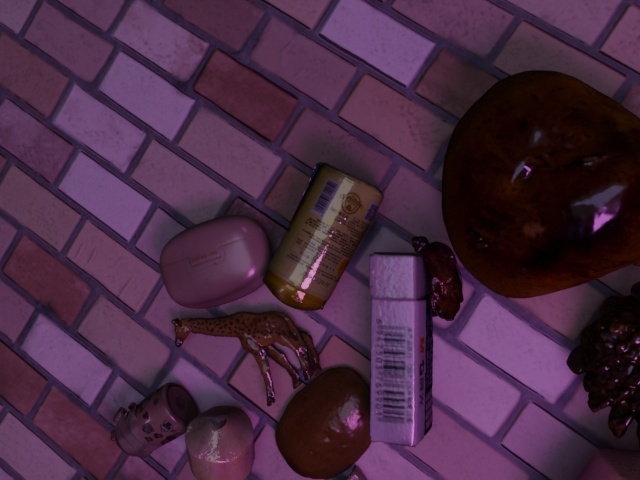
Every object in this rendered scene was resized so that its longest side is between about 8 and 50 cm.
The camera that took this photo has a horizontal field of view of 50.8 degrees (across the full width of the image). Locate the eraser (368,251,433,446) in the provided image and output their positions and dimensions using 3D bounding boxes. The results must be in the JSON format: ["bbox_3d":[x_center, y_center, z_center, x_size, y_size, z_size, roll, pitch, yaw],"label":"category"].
[{"bbox_3d":[0.127,0.162,1.059,0.086,0.130,0.287,0,90,18],"label":"eraser"}]

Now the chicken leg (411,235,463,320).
[{"bbox_3d":[0.180,0.052,1.027,0.053,0.093,0.205,-1,131,34],"label":"chicken leg"}]

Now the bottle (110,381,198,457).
[{"bbox_3d":[-0.300,0.322,1.182,0.152,0.099,0.099,-33,81,15],"label":"bottle"}]

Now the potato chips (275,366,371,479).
[{"bbox_3d":[0.008,0.312,1.127,0.201,0.049,0.150,-45,74,15],"label":"potato chips"}]

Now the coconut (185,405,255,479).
[{"bbox_3d":[-0.167,0.340,1.128,0.116,0.116,0.122,13,125,14],"label":"coconut"}]

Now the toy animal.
[{"bbox_3d":[-0.127,0.173,1.161,0.275,0.054,0.149,29,99,11],"label":"toy animal"}]

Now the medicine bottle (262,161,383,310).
[{"bbox_3d":[0.000,0.000,1.098,0.124,0.124,0.239,29,95,13],"label":"medicine bottle"}]

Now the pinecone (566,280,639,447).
[{"bbox_3d":[0.470,0.184,0.939,0.201,0.202,0.229,18,56,3],"label":"pinecone"}]

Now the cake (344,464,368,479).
[{"bbox_3d":[0.032,0.438,1.114,0.121,0.052,0.065,-44,81,9],"label":"cake"}]

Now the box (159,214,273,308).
[{"bbox_3d":[-0.179,0.037,1.159,0.200,0.088,0.146,-19,83,12],"label":"box"}]

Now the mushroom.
[{"bbox_3d":[0.344,-0.065,0.990,0.345,0.259,0.346,-6,80,41],"label":"mushroom"}]

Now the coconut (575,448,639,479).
[{"bbox_3d":[0.445,0.400,0.917,0.233,0.233,0.245,38,103,12],"label":"coconut"}]
